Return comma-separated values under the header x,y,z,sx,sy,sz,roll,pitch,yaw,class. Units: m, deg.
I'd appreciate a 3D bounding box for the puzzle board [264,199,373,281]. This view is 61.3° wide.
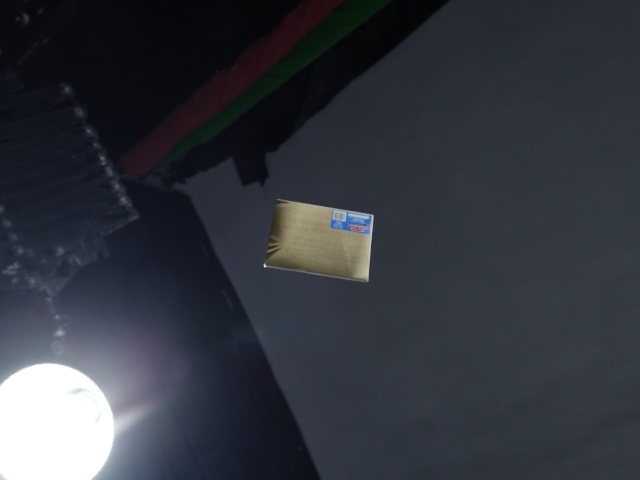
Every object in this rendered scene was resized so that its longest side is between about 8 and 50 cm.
x,y,z,sx,sy,sz,roll,pitch,yaw,class
0.000,0.000,0.679,0.128,0.096,0.011,9,-31,-3,puzzle board
